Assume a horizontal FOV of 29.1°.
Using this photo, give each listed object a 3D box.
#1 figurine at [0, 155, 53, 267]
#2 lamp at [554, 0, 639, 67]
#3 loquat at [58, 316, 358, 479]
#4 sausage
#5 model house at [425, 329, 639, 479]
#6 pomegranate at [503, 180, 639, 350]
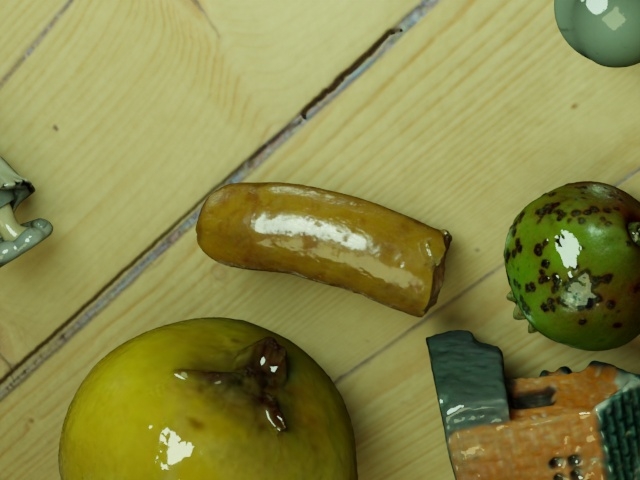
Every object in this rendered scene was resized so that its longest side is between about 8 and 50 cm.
[{"bbox_3d":[-0.445,-0.139,1.349,0.387,0.166,0.207,54,166,-9],"label":"figurine"},{"bbox_3d":[0.252,-0.200,1.052,0.105,0.105,0.105,10,122,16],"label":"lamp"},{"bbox_3d":[-0.124,0.259,1.333,0.328,0.328,0.359,31,121,3],"label":"loquat"},{"bbox_3d":[-0.001,0.001,1.272,0.270,0.109,0.109,13,123,14],"label":"sausage"},{"bbox_3d":[0.274,0.215,1.268,0.301,0.190,0.271,-11,111,10],"label":"model house"},{"bbox_3d":[0.242,0.031,1.173,0.159,0.159,0.205,35,150,0],"label":"pomegranate"}]
